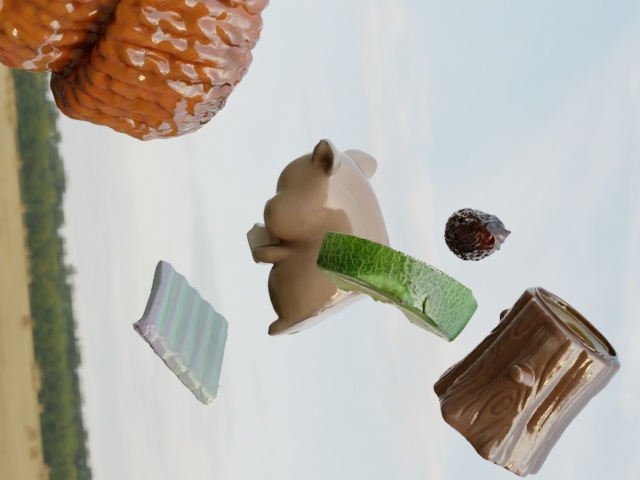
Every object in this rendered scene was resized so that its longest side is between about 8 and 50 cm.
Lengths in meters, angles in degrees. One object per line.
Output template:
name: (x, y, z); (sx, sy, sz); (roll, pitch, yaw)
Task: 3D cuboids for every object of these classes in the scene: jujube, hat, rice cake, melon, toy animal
jujube: (0.268, -0.012, 2.185); (0.166, 0.104, 0.104); (131, -47, -82)
hat: (-0.255, -0.284, 1.248); (0.285, 0.400, 0.285); (-53, -158, 32)
rice cake: (-0.219, 0.143, 2.004); (0.189, 0.037, 0.198); (49, 23, -17)
melon: (0.094, 0.056, 1.546); (0.118, 0.210, 0.064); (91, 23, -77)
toy animal: (-0.002, -0.004, 1.880); (0.195, 0.213, 0.256); (-4, 77, -71)

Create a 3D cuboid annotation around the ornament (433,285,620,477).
ornament: (0.304, 0.196, 1.821); (0.217, 0.235, 0.221); (-51, -142, 14)
